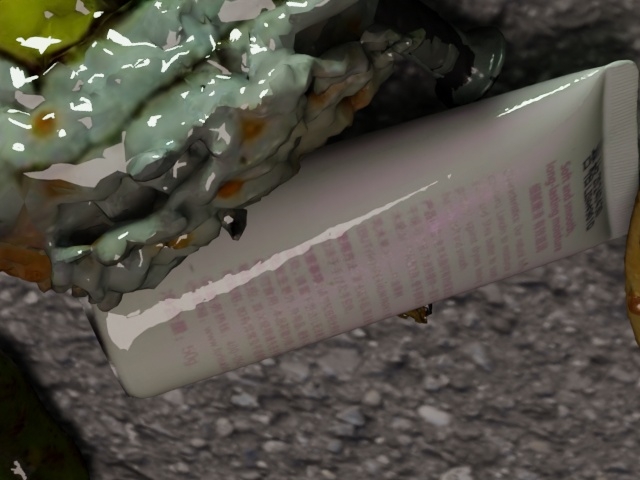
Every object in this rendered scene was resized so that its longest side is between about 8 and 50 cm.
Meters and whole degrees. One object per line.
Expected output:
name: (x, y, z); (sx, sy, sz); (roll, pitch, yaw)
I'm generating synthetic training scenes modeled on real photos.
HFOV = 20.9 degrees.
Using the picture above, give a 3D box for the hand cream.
hand cream: (0.024, -0.007, 1.066); (0.359, 0.118, 0.185); (-17, 144, -1)

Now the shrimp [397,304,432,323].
shrimp: (0.000, 0.000, 1.169); (0.190, 0.042, 0.101); (33, 148, -15)

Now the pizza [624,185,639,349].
pizza: (0.304, 0.007, 1.080); (0.226, 0.086, 0.335); (5, 127, 5)

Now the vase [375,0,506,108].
vase: (0.035, -0.135, 1.006); (0.167, 0.059, 0.059); (27, 131, -37)

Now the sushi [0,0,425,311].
sushi: (-0.126, -0.166, 0.879); (0.418, 0.417, 0.176); (-6, 168, 16)

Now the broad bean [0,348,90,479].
broad bean: (-0.242, 0.141, 1.313); (0.077, 0.061, 0.339); (-23, 122, 11)
